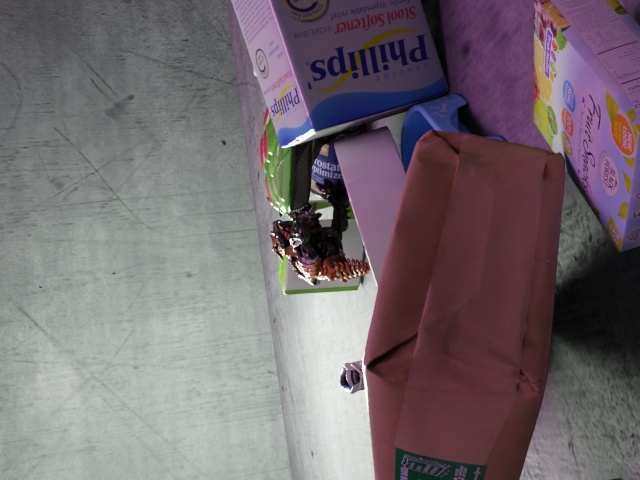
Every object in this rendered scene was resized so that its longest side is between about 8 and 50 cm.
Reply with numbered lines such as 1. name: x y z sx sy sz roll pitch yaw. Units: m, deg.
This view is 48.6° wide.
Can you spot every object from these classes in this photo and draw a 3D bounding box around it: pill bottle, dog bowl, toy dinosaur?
1. pill bottle: 0.039 -0.208 1.590 0.123 0.122 0.219 -114 22 -51
2. dog bowl: 0.202 -0.112 1.089 0.297 0.074 0.166 -113 22 -51
3. toy dinosaur: 0.000 0.000 1.449 0.321 0.164 0.219 12 116 34

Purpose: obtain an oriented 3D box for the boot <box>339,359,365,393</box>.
1. boot: 0.116 0.283 1.473 0.258 0.123 0.095 123 139 -68

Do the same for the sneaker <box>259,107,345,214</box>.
1. sneaker: 0.019 -0.274 1.310 0.185 0.202 0.483 -174 102 -78

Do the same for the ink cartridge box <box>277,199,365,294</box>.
1. ink cartridge box: 0.006 -0.005 1.671 0.097 0.188 0.255 -114 26 -55

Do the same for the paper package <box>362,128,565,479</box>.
1. paper package: 0.160 0.104 0.798 0.325 0.168 0.310 81 -158 -51

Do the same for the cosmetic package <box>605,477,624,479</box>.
1. cosmetic package: 0.304 0.399 0.787 0.107 0.127 0.238 107 155 -58

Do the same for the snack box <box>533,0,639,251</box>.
1. snack box: 0.278 -0.122 0.690 0.175 0.070 0.207 68 -177 -51

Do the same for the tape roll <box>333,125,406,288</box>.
1. tape roll: 0.111 -0.049 1.230 0.286 0.100 0.286 -17 -90 -86

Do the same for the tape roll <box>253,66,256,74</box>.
1. tape roll: -0.029 -0.446 1.516 0.246 0.246 0.169 -164 69 -75

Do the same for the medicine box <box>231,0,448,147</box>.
1. medicine box: 0.029 -0.331 1.159 0.149 0.263 0.290 -13 97 67
